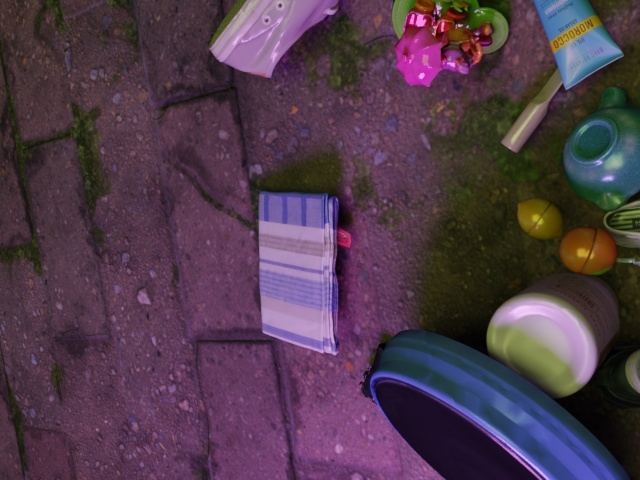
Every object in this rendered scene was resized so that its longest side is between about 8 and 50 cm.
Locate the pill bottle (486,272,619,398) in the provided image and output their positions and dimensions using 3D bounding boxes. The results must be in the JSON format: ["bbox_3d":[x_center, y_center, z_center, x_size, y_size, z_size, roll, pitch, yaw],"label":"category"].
[{"bbox_3d":[0.318,0.112,0.869,0.131,0.229,0.131,6,101,33],"label":"pill bottle"}]

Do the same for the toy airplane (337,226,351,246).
[{"bbox_3d":[0.000,0.000,1.189,0.151,0.028,0.151,7,101,39],"label":"toy airplane"}]

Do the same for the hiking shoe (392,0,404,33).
[{"bbox_3d":[0.144,-0.415,0.968,0.086,0.114,0.226,28,112,28],"label":"hiking shoe"}]

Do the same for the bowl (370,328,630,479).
[{"bbox_3d":[0.229,0.284,0.905,0.391,0.077,0.391,38,159,17],"label":"bowl"}]

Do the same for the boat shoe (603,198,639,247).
[{"bbox_3d":[0.472,-0.029,0.823,0.226,0.076,0.083,-17,72,36],"label":"boat shoe"}]

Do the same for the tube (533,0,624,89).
[{"bbox_3d":[0.324,-0.312,0.884,0.080,0.052,0.207,-32,71,42],"label":"tube"}]

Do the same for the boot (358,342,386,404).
[{"bbox_3d":[0.126,0.245,1.135,0.121,0.045,0.099,31,112,34],"label":"boot"}]

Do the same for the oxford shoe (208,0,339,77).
[{"bbox_3d":[-0.003,-0.441,1.067,0.130,0.169,0.449,35,115,-22],"label":"oxford shoe"}]

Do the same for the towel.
[{"bbox_3d":[-0.041,0.052,1.191,0.209,0.034,0.284,7,100,48],"label":"towel"}]

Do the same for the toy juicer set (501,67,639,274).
[{"bbox_3d":[0.351,-0.095,0.876,0.209,0.090,0.329,-42,45,33],"label":"toy juicer set"}]

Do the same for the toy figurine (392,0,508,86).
[{"bbox_3d":[0.170,-0.269,0.918,0.173,0.159,0.130,18,137,3],"label":"toy figurine"}]

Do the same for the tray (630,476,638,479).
[{"bbox_3d":[0.535,0.547,0.891,0.411,0.076,0.202,39,118,22],"label":"tray"}]

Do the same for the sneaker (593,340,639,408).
[{"bbox_3d":[0.476,0.173,0.866,0.226,0.163,0.086,1,72,-4],"label":"sneaker"}]
